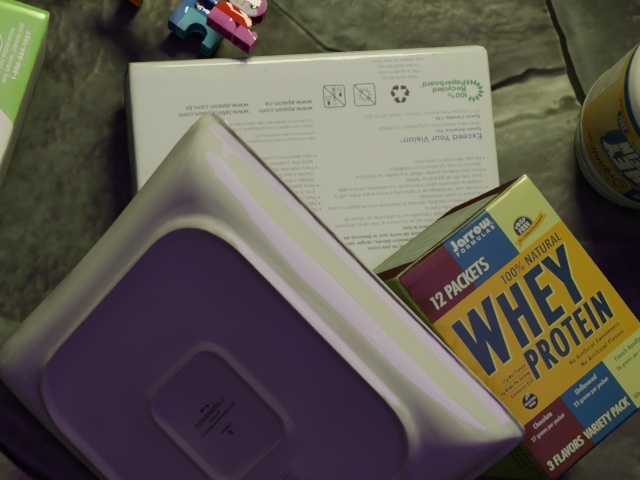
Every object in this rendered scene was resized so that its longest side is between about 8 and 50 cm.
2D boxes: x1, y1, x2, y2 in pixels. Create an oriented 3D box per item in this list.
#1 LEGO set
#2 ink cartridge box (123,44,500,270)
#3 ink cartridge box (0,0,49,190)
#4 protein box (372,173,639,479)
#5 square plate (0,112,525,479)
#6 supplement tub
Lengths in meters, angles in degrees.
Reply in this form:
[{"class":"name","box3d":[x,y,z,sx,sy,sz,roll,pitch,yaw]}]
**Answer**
[{"class":"LEGO set","box3d":[-0.131,-0.253,1.542,0.227,0.087,0.093,35,71,5]},{"class":"ink cartridge box","box3d":[0.000,0.000,1.516,0.324,0.071,0.330,-3,86,-11]},{"class":"ink cartridge box","box3d":[-0.388,-0.130,1.449,0.272,0.115,0.198,18,75,-7]},{"class":"protein box","box3d":[0.146,0.076,1.399,0.136,0.201,0.200,-38,92,-13]},{"class":"square plate","box3d":[-0.070,0.129,1.364,0.344,0.347,0.049,46,34,1]},{"class":"supplement tub","box3d":[0.315,-0.109,1.531,0.144,0.200,0.144,2,77,-10]}]
